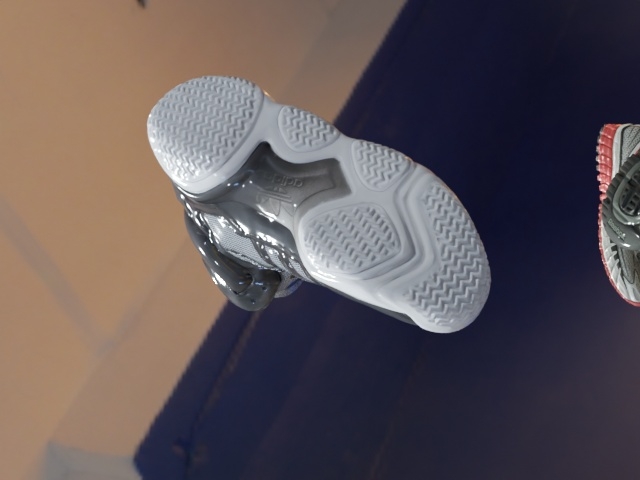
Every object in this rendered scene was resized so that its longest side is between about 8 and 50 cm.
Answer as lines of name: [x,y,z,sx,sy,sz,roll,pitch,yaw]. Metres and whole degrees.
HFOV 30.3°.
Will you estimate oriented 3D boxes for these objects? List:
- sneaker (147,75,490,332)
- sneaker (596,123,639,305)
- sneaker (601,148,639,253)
sneaker: [0.000,0.000,0.812,0.101,0.268,0.153,-45,-27,-25]
sneaker: [0.387,-0.033,1.432,0.088,0.092,0.225,7,-98,-66]
sneaker: [0.391,-0.094,1.138,0.130,0.109,0.286,33,-84,-35]
